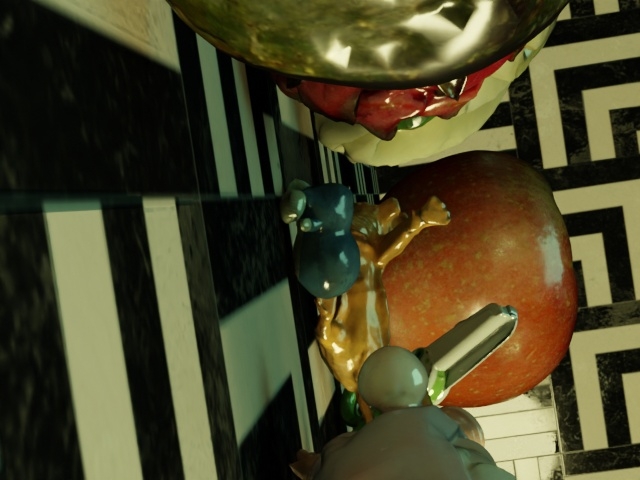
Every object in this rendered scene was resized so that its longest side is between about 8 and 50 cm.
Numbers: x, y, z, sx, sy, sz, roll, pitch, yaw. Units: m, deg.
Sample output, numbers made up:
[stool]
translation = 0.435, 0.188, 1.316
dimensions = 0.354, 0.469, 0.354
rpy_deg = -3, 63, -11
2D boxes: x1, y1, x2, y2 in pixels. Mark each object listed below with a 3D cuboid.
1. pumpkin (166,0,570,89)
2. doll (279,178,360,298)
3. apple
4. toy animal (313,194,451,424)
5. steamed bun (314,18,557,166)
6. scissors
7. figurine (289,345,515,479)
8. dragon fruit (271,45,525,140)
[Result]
[pumpkin]
translation = 0.025, -0.238, 0.426
dimensions = 0.232, 0.242, 0.325
rpy_deg = 92, -12, -67
[doll]
translation = 0.000, 0.000, 0.833
dimensions = 0.076, 0.050, 0.083
rpy_deg = -49, 133, -78
[apple]
translation = 0.193, 0.055, 1.630
dimensions = 0.348, 0.276, 0.349
rpy_deg = -11, 90, -86
[toy animal]
translation = 0.035, 0.080, 0.927
dimensions = 0.116, 0.114, 0.255
rpy_deg = 137, -46, -66
[steamed bun]
translation = 0.111, -0.241, 1.074
dimensions = 0.394, 0.237, 0.347
rpy_deg = 8, 82, -71
[scissors]
translation = 0.082, 0.111, 0.958
dimensions = 0.204, 0.027, 0.101
rpy_deg = -44, -142, 38
[figurine]
translation = 0.047, 0.158, 0.652
dimensions = 0.276, 0.133, 0.200
rpy_deg = 15, 55, -90
[dragon fruit]
translation = 0.035, -0.205, 0.756
dimensions = 0.234, 0.233, 0.293
rpy_deg = -92, 160, -51
